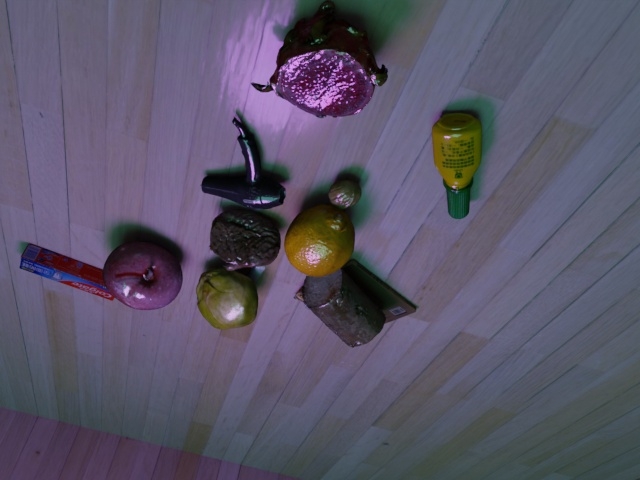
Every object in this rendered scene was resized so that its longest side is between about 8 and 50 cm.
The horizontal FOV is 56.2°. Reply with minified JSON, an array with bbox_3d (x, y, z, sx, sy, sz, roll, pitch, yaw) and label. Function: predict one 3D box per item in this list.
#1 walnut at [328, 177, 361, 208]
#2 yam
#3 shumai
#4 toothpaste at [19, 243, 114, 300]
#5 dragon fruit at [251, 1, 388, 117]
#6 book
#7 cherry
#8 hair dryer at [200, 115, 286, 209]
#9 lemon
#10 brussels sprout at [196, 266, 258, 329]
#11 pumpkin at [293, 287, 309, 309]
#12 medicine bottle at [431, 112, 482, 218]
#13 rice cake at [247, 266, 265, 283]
[{"bbox_3d":[0.064,-0.122,1.555,0.092,0.092,0.092,6,140,5],"label":"walnut"},{"bbox_3d":[0.079,0.212,1.852,0.168,0.167,0.304,-19,130,30],"label":"yam"},{"bbox_3d":[-0.226,0.011,1.738,0.206,0.166,0.175,20,161,-10],"label":"shumai"},{"bbox_3d":[-0.841,0.109,2.025,0.321,0.066,0.076,23,138,-13],"label":"toothpaste"},{"bbox_3d":[0.003,-0.371,1.244,0.283,0.146,0.211,1,148,15],"label":"dragon fruit"},{"bbox_3d":[0.131,0.184,1.945,0.217,0.021,0.310,-28,127,37],"label":"book"},{"bbox_3d":[-0.547,0.109,1.856,0.236,0.213,0.285,46,152,-6],"label":"cherry"},{"bbox_3d":[-0.210,-0.207,1.540,0.236,0.091,0.271,10,129,15],"label":"hair dryer"},{"bbox_3d":[0.000,0.000,1.628,0.189,0.188,0.256,19,140,-11],"label":"lemon"},{"bbox_3d":[-0.291,0.180,1.889,0.223,0.161,0.223,18,127,25],"label":"brussels sprout"},{"bbox_3d":[-0.042,0.184,1.960,0.073,0.035,0.101,39,149,-5],"label":"pumpkin"},{"bbox_3d":[0.331,-0.169,1.446,0.111,0.076,0.308,1,139,15],"label":"medicine bottle"},{"bbox_3d":[-0.223,0.121,1.935,0.042,0.030,0.180,18,139,-16],"label":"rice cake"}]
